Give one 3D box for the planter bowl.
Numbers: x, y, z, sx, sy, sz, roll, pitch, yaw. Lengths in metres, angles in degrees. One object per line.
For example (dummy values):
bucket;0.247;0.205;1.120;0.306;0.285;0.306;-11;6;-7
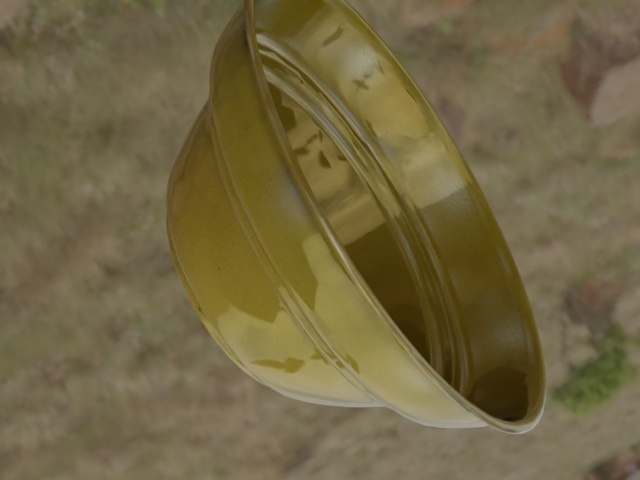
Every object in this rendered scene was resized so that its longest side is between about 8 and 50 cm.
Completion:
planter bowl;0.000;0.000;0.672;0.090;0.217;0.217;-31;167;20
